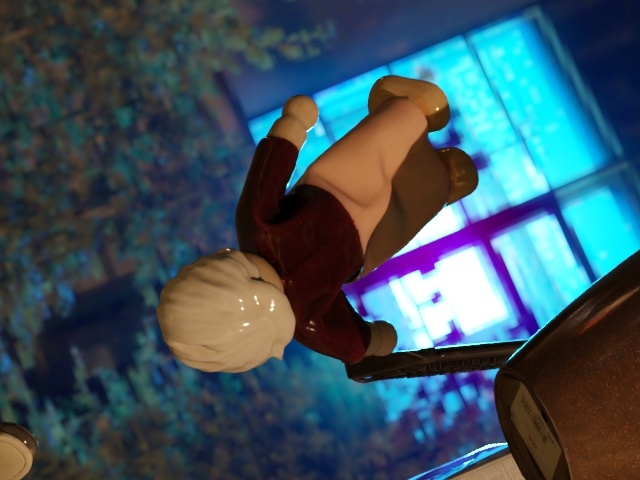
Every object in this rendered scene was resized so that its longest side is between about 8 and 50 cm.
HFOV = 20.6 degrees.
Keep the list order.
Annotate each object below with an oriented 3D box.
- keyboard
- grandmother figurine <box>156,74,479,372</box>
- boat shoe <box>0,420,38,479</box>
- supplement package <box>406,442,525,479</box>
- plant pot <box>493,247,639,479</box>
[{"bbox_3d":[0.151,0.112,1.694,0.201,0.317,0.033,-9,-96,50],"label":"keyboard"},{"bbox_3d":[0.000,0.000,1.321,0.104,0.342,0.208,-25,-82,41],"label":"grandmother figurine"},{"bbox_3d":[-0.356,0.207,1.800,0.084,0.079,0.233,48,-36,-20],"label":"boat shoe"},{"bbox_3d":[0.142,0.315,1.848,0.194,0.203,0.149,145,-77,-75],"label":"supplement package"},{"bbox_3d":[0.243,0.093,1.206,0.215,0.230,0.215,159,-90,-75],"label":"plant pot"}]
